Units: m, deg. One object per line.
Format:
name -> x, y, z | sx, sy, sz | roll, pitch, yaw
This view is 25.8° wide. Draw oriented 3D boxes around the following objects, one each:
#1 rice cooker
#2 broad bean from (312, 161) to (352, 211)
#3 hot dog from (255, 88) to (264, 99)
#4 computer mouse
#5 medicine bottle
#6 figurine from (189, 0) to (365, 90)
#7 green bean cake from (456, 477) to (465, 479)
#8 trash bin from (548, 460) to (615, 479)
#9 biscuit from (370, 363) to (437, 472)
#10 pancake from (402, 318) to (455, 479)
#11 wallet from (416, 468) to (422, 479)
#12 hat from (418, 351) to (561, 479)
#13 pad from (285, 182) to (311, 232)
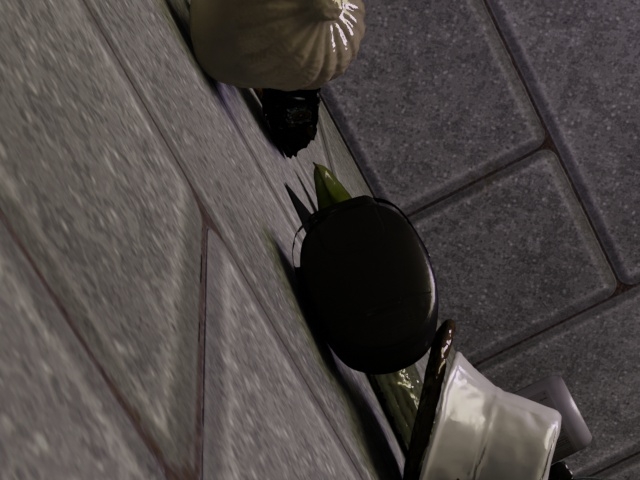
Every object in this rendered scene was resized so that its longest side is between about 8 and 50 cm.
rice cooker -> 0.050, 0.047, 1.476 | 0.118, 0.142, 0.203 | 75, -3, -55
broad bean -> 0.059, 0.029, 2.065 | 0.075, 0.067, 0.325 | -18, 82, -54
hot dog -> -0.069, -0.223, 2.119 | 0.165, 0.045, 0.071 | 60, 5, -32
computer mouse -> -0.045, -0.205, 1.966 | 0.242, 0.077, 0.146 | 107, -15, -63
medicine bottle -> 0.333, 0.326, 2.341 | 0.135, 0.215, 0.135 | 62, 6, -11
figurine -> -0.050, -0.277, 1.723 | 0.185, 0.204, 0.332 | 59, 6, -11
green bean cake -> 0.157, 0.337, 1.320 | 0.173, 0.094, 0.181 | 60, 5, -20
trash bin -> 0.385, 0.460, 2.044 | 0.262, 0.217, 0.277 | 71, -6, -79
biscuit -> 0.122, 0.226, 1.728 | 0.252, 0.052, 0.150 | 67, 8, 17
pancake -> 0.115, 0.175, 1.503 | 0.199, 0.021, 0.199 | 14, 90, -85
wallet -> 0.187, 0.340, 1.610 | 0.222, 0.036, 0.167 | 63, 28, 0
hat -> 0.178, 0.220, 1.448 | 0.203, 0.126, 0.203 | 15, 90, -76
pad -> 0.000, 0.000, 1.912 | 0.116, 0.004, 0.193 | 65, 6, 25
